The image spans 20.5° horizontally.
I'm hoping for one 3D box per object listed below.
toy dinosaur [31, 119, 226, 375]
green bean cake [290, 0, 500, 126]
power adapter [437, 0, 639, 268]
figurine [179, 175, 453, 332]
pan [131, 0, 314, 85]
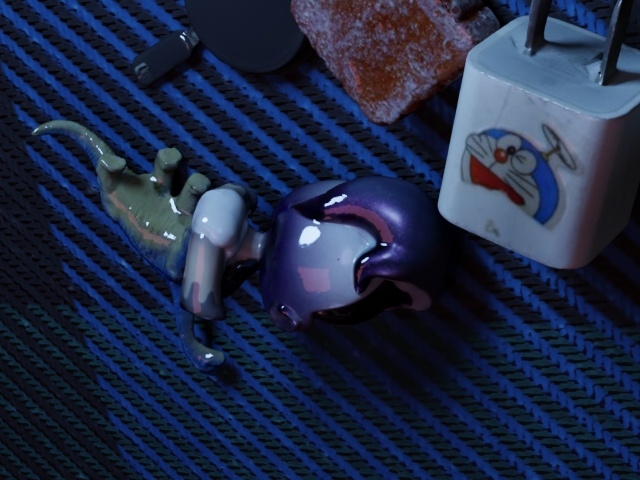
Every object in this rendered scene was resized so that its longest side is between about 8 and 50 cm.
[{"bbox_3d":[-0.170,0.000,1.634,0.248,0.075,0.188,32,132,9],"label":"toy dinosaur"},{"bbox_3d":[0.059,-0.174,1.382,0.135,0.056,0.135,53,133,0],"label":"green bean cake"},{"bbox_3d":[0.175,-0.104,1.291,0.130,0.125,0.205,24,127,24],"label":"power adapter"},{"bbox_3d":[0.000,0.000,1.472,0.222,0.145,0.145,5,120,8],"label":"figurine"},{"bbox_3d":[-0.091,-0.183,1.503,0.235,0.028,0.136,-27,96,41],"label":"pan"}]
